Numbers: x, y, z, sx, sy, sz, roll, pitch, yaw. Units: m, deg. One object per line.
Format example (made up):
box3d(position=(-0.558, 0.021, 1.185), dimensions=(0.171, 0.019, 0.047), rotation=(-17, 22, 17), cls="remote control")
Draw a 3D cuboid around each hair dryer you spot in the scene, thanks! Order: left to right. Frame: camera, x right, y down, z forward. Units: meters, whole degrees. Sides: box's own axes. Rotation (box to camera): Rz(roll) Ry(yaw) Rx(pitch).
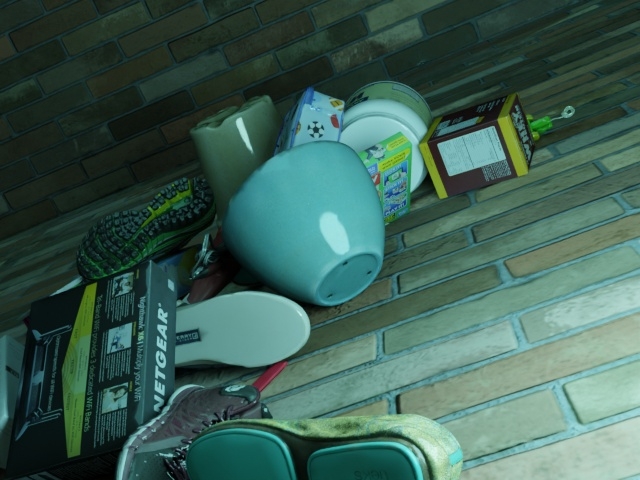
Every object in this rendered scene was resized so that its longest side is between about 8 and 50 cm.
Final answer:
box3d(position=(-0.210, 0.034, 1.590), dimensions=(0.223, 0.080, 0.293), rotation=(-41, -16, -37), cls="hair dryer")

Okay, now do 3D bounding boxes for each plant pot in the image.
box3d(position=(-0.168, -0.189, 2.084), dimensions=(0.333, 0.306, 0.334), rotation=(-21, 17, 7), cls="plant pot")
box3d(position=(0.000, 0.000, 1.432), dimensions=(0.290, 0.290, 0.195), rotation=(-28, 58, -12), cls="plant pot")

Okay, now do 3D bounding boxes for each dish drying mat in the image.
box3d(position=(-0.085, 0.215, 1.275), dimensions=(0.032, 0.008, 0.083), rotation=(-9, 23, 42), cls="dish drying mat")

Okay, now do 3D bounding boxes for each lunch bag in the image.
box3d(position=(-0.050, -0.158, 1.757), dimensions=(0.243, 0.114, 0.303), rotation=(154, 135, -70), cls="lunch bag")

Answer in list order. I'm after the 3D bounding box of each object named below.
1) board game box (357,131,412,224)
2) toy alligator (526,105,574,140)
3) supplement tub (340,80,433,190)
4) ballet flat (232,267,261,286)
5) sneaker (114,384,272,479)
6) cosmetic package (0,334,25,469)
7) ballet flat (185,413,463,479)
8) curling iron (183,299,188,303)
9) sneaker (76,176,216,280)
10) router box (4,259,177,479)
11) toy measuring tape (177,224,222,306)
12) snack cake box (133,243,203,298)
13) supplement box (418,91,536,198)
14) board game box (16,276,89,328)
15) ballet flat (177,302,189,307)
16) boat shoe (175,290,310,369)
box3d(position=(0.039, -0.064, 1.624), dimensions=(0.317, 0.213, 0.046), rotation=(-29, 58, -16), cls="board game box")
box3d(position=(0.479, -0.250, 1.841), dimensions=(0.189, 0.056, 0.051), rotation=(-19, -23, 17), cls="toy alligator")
box3d(position=(0.143, -0.226, 1.897), dimensions=(0.235, 0.235, 0.325), rotation=(-19, 17, 15), cls="supplement tub")
box3d(position=(-0.095, 0.044, 1.729), dimensions=(0.206, 0.073, 0.067), rotation=(-23, -8, -8), cls="ballet flat")
box3d(position=(-0.149, 0.259, 1.073), dimensions=(0.162, 0.106, 0.281), rotation=(-15, 18, 17), cls="sneaker")
box3d(position=(-0.517, 0.274, 1.379), dimensions=(0.085, 0.117, 0.231), rotation=(-39, 35, 1), cls="cosmetic package")
box3d(position=(0.002, 0.248, 0.917), dimensions=(0.348, 0.123, 0.123), rotation=(-12, 21, 37), cls="ballet flat")
box3d(position=(-0.388, 0.190, 1.721), dimensions=(0.274, 0.035, 0.068), rotation=(-24, 38, -16), cls="curling iron")
box3d(position=(-0.380, -0.001, 1.835), dimensions=(0.343, 0.134, 0.146), rotation=(-27, -27, -8), cls="sneaker")
box3d(position=(-0.346, 0.207, 1.266), dimensions=(0.242, 0.081, 0.309), rotation=(-18, 52, 18), cls="router box")
box3d(position=(-0.203, 0.032, 1.783), dimensions=(0.121, 0.121, 0.330), rotation=(-10, 24, 38), cls="toy measuring tape")
box3d(position=(-0.375, 0.098, 1.807), dimensions=(0.152, 0.089, 0.264), rotation=(-14, 10, 28), cls="snack cake box")
box3d(position=(0.339, -0.204, 1.751), dimensions=(0.194, 0.129, 0.191), rotation=(-16, 19, 26), cls="supplement box")
box3d(position=(-0.542, 0.086, 2.056), dimensions=(0.390, 0.050, 0.390), rotation=(-36, 7, -33), cls="board game box")
box3d(position=(-0.297, 0.192, 1.563), dimensions=(0.084, 0.058, 0.250), rotation=(-56, -1, 22), cls="ballet flat")
box3d(position=(-0.164, 0.150, 1.388), dimensions=(0.340, 0.127, 0.158), rotation=(-6, -1, 17), cls="boat shoe")
